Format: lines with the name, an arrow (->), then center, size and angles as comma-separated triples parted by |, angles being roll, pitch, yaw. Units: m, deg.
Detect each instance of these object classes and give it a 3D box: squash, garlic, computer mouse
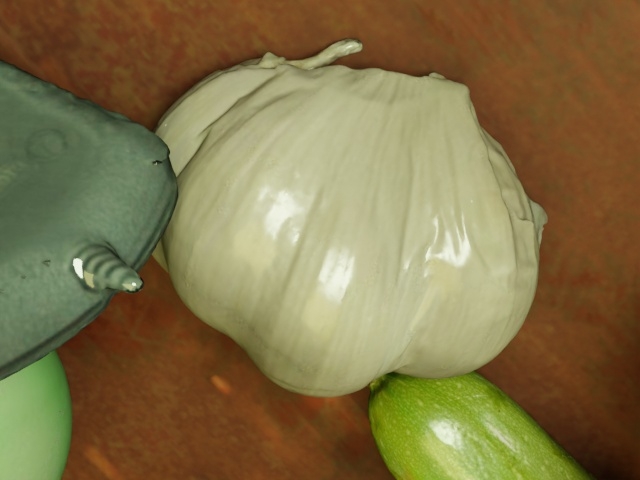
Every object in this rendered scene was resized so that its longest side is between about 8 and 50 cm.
squash -> 0.099, 0.140, 0.990 | 0.095, 0.095, 0.188 | -37, 110, 29
garlic -> 0.000, 0.000, 0.911 | 0.229, 0.143, 0.178 | 21, 125, 11
computer mouse -> -0.238, -0.027, 0.900 | 0.371, 0.188, 0.122 | 24, 143, 24

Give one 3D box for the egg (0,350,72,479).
egg -> -0.275, 0.117, 0.997 | 0.269, 0.220, 0.220 | -11, 117, 21
